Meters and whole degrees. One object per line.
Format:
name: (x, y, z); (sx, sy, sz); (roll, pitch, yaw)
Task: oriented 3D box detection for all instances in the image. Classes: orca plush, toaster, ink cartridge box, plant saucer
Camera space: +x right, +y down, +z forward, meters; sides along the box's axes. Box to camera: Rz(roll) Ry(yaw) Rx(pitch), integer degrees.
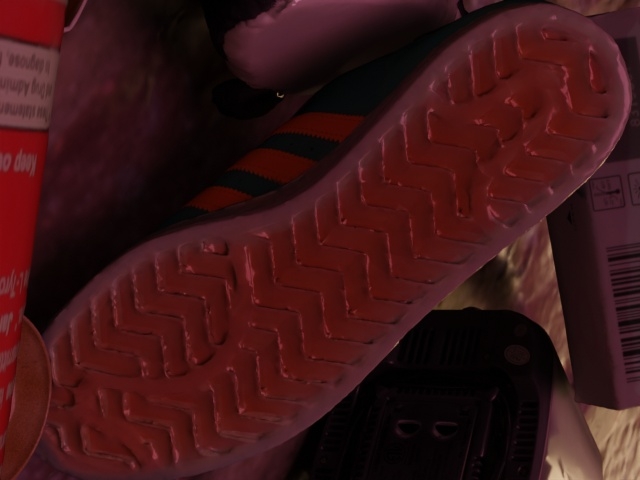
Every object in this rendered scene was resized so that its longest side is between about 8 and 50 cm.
orca plush: (0.024, -0.135, 0.772); (0.287, 0.151, 0.102); (-10, 73, -50)
toaster: (0.075, 0.157, 0.864); (0.146, 0.129, 0.227); (52, 44, -46)
ink cartridge box: (0.135, -0.011, 0.863); (0.066, 0.232, 0.189); (-9, 89, -10)
plant saucer: (-0.142, 0.066, 0.646); (0.083, 0.015, 0.083); (-21, 116, -53)

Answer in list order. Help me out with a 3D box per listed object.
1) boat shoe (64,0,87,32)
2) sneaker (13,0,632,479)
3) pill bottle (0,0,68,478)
boat shoe: (-0.098, -0.131, 0.673); (0.035, 0.035, 0.100); (39, 69, -47)
sneaker: (0.000, 0.000, 0.719); (0.302, 0.121, 0.108); (-34, 100, 5)
pill bottle: (-0.203, 0.066, 0.443); (0.229, 0.229, 0.408); (4, 96, -51)
